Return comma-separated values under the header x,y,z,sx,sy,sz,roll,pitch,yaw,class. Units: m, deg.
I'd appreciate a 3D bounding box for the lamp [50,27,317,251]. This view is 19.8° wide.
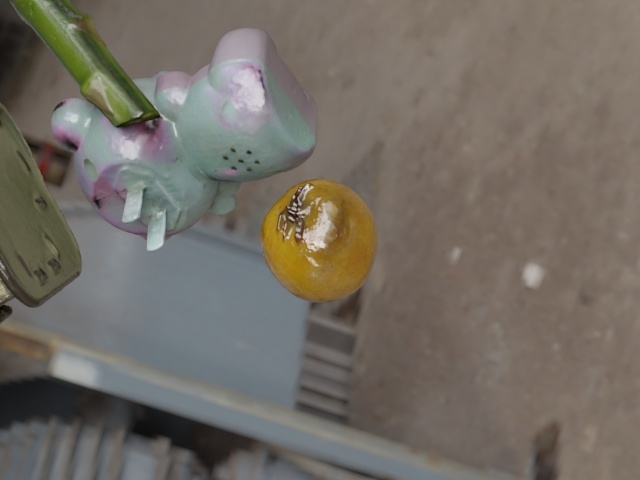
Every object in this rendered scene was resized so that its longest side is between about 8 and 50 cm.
x,y,z,sx,sy,sz,roll,pitch,yaw,class
-0.166,-0.106,2.299,0.301,0.247,0.247,-20,43,20,lamp

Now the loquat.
x,y,z,sx,sy,sz,roll,pitch,yaw,class
0.000,0.000,2.110,0.141,0.141,0.141,-55,24,39,loquat

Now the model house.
x,y,z,sx,sy,sz,roll,pitch,yaw,class
-0.404,0.016,1.765,0.279,0.204,0.218,-27,5,10,model house

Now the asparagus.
x,y,z,sx,sy,sz,roll,pitch,yaw,class
-0.292,-0.228,2.259,0.277,0.067,0.060,52,165,25,asparagus
